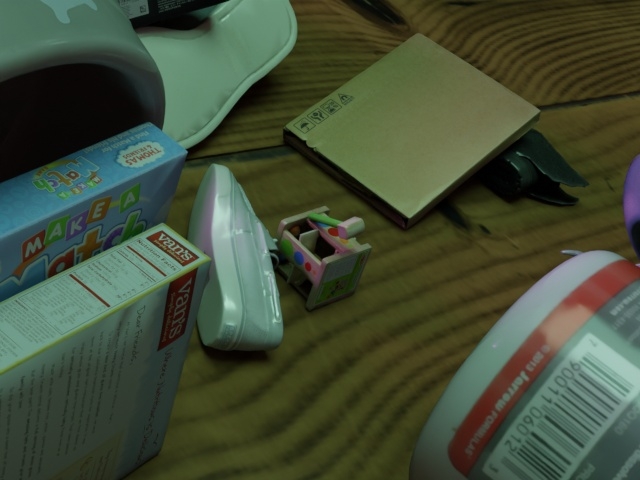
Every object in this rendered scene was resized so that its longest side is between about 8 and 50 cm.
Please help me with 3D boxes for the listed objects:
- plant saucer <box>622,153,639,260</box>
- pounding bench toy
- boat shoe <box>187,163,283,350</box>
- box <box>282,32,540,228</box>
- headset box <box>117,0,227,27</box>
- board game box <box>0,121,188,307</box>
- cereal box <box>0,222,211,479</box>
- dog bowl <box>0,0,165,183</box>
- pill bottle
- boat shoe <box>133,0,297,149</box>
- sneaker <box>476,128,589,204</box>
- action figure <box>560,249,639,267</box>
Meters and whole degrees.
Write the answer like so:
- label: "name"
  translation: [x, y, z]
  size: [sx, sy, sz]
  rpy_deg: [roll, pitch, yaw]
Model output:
- label: "plant saucer"
  translation: [0.351, 0.057, 0.846]
  size: [0.044, 0.317, 0.317]
  rpy_deg: [-44, 60, -3]
- label: "pounding bench toy"
  translation: [0.000, 0.000, 0.869]
  size: [0.052, 0.083, 0.065]
  rpy_deg: [-19, 51, -40]
- label: "boat shoe"
  translation: [-0.063, 0.012, 0.846]
  size: [0.063, 0.066, 0.184]
  rpy_deg: [15, 34, -25]
- label: "box"
  translation: [0.091, -0.113, 1.058]
  size: [0.164, 0.021, 0.201]
  rpy_deg: [38, 59, 24]
- label: "headset box"
  translation: [-0.257, -0.276, 1.010]
  size: [0.218, 0.110, 0.293]
  rpy_deg: [-24, 34, -31]
- label: "board game box"
  translation: [-0.165, 0.045, 0.624]
  size: [0.039, 0.211, 0.160]
  rpy_deg: [37, 39, 18]
- label: "cereal box"
  translation: [-0.167, 0.105, 0.581]
  size: [0.047, 0.173, 0.240]
  rpy_deg: [35, 38, 21]
- label: "dog bowl"
  translation: [-0.230, -0.021, 0.591]
  size: [0.102, 0.348, 0.349]
  rpy_deg: [44, 41, 12]
- label: "pill bottle"
  translation: [0.248, 0.186, 0.633]
  size: [0.363, 0.210, 0.210]
  rpy_deg: [39, 40, 24]
- label: "boat shoe"
  translation: [-0.145, -0.156, 1.026]
  size: [0.099, 0.116, 0.319]
  rpy_deg: [-10, 24, 41]
- label: "sneaker"
  translation: [0.190, -0.095, 1.113]
  size: [0.089, 0.051, 0.170]
  rpy_deg: [-19, 55, -41]
- label: "action figure"
  translation: [0.284, 0.107, 0.805]
  size: [0.285, 0.185, 0.099]
  rpy_deg: [44, 74, 9]
